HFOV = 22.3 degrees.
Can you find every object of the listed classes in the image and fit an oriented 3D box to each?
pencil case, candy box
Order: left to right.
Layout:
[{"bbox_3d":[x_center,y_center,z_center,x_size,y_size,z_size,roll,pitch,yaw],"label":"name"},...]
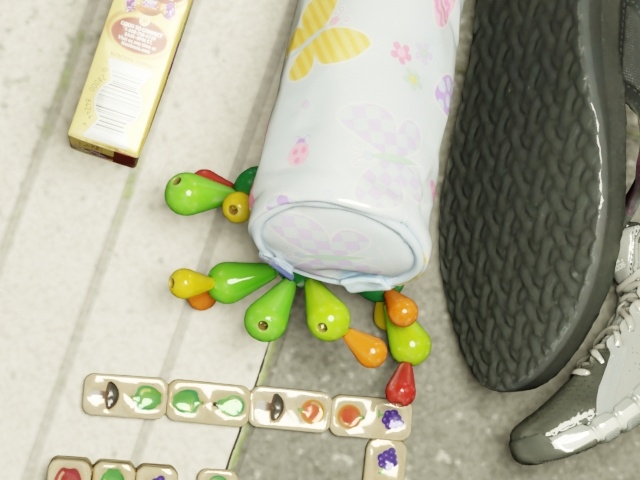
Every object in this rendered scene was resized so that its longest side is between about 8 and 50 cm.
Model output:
[{"bbox_3d":[-0.116,-0.146,1.083,0.053,0.109,0.186,17,87,-7],"label":"candy box"},{"bbox_3d":[0.036,-0.103,1.058,0.124,0.113,0.273,34,56,-39],"label":"pencil case"}]

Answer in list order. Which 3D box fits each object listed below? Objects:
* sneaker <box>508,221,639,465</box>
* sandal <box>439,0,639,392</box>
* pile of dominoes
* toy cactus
[{"bbox_3d":[0.208,0.059,1.147,0.229,0.086,0.132,-27,88,-18],"label":"sneaker"},{"bbox_3d":[0.177,-0.115,1.104,0.107,0.167,0.445,5,91,-30],"label":"sandal"},{"bbox_3d":[-0.064,0.198,1.119,0.251,0.040,0.196,5,88,-8],"label":"pile of dominoes"},{"bbox_3d":[0.000,0.000,1.116,0.219,0.112,0.180,31,66,-4],"label":"toy cactus"}]
